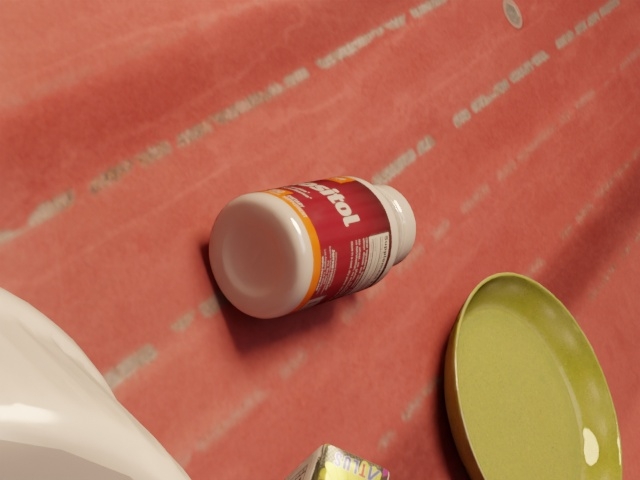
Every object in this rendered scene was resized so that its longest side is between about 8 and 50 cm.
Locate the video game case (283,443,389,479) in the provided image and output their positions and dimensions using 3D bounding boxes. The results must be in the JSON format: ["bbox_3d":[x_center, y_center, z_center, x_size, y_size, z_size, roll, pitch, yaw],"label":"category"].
[{"bbox_3d":[-0.051,0.232,0.564,0.041,0.232,0.210,25,50,-12],"label":"video game case"}]

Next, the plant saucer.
[{"bbox_3d":[0.175,0.147,1.029,0.241,0.037,0.241,25,54,-40],"label":"plant saucer"}]

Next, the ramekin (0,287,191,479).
[{"bbox_3d":[-0.162,0.154,0.442,0.277,0.135,0.277,-12,110,-34],"label":"ramekin"}]

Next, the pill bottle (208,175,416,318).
[{"bbox_3d":[0.000,0.000,0.858,0.152,0.086,0.086,-15,83,-53],"label":"pill bottle"}]
